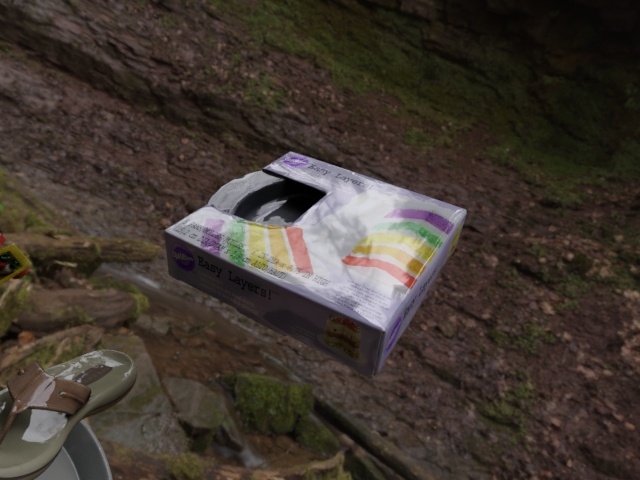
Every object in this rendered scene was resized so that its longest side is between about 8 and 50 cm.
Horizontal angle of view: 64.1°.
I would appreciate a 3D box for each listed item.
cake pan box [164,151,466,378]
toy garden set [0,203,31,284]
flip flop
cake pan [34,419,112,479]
[{"bbox_3d":[0.000,0.000,0.579,0.266,0.070,0.245,23,37,23],"label":"cake pan box"},{"bbox_3d":[-0.510,0.025,0.635,0.049,0.244,0.204,21,-38,41],"label":"toy garden set"},{"bbox_3d":[-0.292,0.166,0.557,0.112,0.080,0.277,23,12,10],"label":"flip flop"},{"bbox_3d":[-0.423,0.369,0.752,0.293,0.054,0.293,59,6,-10],"label":"cake pan"}]
